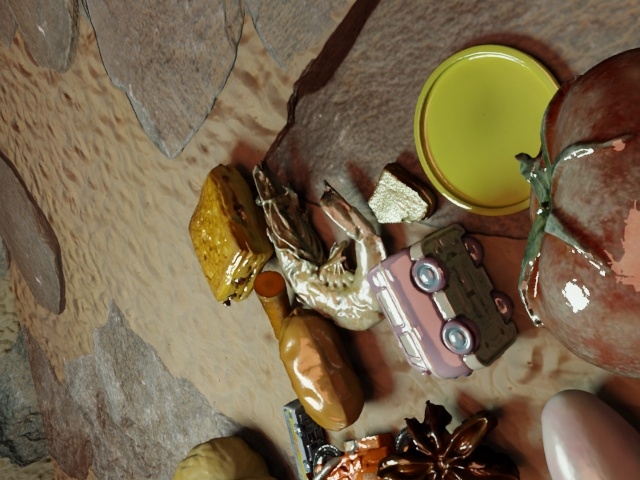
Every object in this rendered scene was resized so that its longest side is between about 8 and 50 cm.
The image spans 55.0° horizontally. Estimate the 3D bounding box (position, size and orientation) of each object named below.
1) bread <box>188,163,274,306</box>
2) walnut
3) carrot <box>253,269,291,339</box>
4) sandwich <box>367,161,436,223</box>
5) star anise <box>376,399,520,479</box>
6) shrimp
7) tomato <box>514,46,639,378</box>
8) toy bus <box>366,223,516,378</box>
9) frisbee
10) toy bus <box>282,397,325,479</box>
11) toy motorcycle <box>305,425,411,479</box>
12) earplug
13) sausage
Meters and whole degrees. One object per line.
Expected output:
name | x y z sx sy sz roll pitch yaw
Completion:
bread | -0.176 -0.009 1.220 0.235 0.099 0.210 64 143 31
walnut | -0.229 0.616 1.449 0.285 0.285 0.296 -56 45 42
carrot | -0.085 0.143 1.216 0.061 0.061 0.209 35 154 29
sandwich | 0.129 -0.059 0.961 0.105 0.036 0.093 37 129 26
star anise | 0.205 0.356 0.997 0.220 0.126 0.190 -14 97 20
shrimp | 0.000 0.000 1.084 0.247 0.085 0.360 -35 88 47
tomato | 0.325 -0.024 0.581 0.283 0.316 0.316 7 116 10
toy bus | 0.179 0.094 0.905 0.142 0.142 0.202 -31 84 42
frisbee | 0.228 -0.146 0.838 0.236 0.017 0.236 21 121 38
toy bus | -0.027 0.428 1.313 0.075 0.064 0.190 3 110 57
toy motorcycle | 0.101 0.480 1.149 0.326 0.148 0.221 -28 62 38
earplug | 0.391 0.336 0.800 0.172 0.172 0.301 -40 71 46
sausage | -0.002 0.239 1.158 0.136 0.120 0.241 -32 83 55
